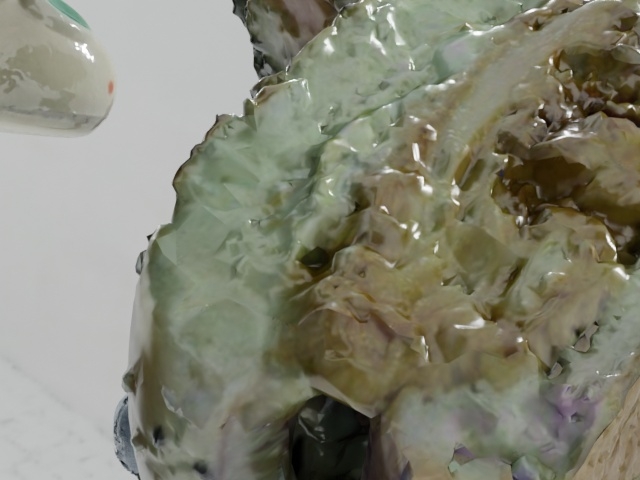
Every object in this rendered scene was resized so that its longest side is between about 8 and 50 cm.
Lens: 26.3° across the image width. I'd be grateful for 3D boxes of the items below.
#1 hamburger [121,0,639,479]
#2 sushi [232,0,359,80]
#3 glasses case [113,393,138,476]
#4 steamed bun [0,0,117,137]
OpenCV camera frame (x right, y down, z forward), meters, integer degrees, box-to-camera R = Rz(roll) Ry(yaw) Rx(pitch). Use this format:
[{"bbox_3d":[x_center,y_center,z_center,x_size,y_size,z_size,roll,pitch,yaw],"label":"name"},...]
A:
[{"bbox_3d":[0.074,0.052,0.580,0.195,0.318,0.277,25,-41,26],"label":"hamburger"},{"bbox_3d":[0.075,-0.220,0.997,0.352,0.178,0.294,-11,-77,56],"label":"sushi"},{"bbox_3d":[-0.088,0.181,1.464,0.067,0.282,0.109,41,-48,52],"label":"glasses case"},{"bbox_3d":[-0.296,-0.163,1.232,0.177,0.228,0.131,-176,-91,-69],"label":"steamed bun"}]
